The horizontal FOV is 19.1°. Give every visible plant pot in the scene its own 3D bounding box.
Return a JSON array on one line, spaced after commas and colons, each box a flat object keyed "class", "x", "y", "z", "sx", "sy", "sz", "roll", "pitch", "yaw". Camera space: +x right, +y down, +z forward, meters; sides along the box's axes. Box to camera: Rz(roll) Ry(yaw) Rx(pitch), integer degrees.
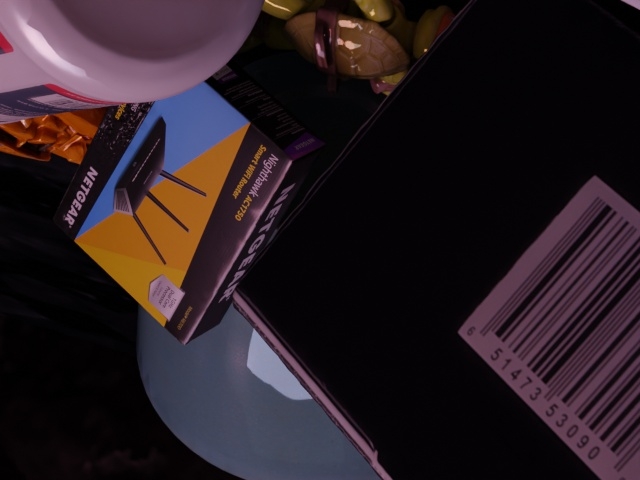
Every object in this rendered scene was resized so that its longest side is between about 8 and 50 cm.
[{"class": "plant pot", "x": 0.000, "y": 0.000, "z": 1.419, "sx": 0.293, "sy": 0.293, "sz": 0.235, "roll": 15, "pitch": 141, "yaw": 13}]

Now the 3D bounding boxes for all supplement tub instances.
[{"class": "supplement tub", "x": -0.173, "y": -0.168, "z": 1.142, "sx": 0.191, "sy": 0.191, "sz": 0.272, "roll": 27, "pitch": 164, "yaw": -33}]

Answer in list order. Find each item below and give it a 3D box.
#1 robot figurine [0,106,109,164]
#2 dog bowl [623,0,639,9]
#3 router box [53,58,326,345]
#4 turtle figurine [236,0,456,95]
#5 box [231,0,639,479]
[{"class": "robot figurine", "x": -0.225, "y": -0.144, "z": 1.395, "sx": 0.211, "sy": 0.085, "sz": 0.291, "roll": -35, "pitch": 142, "yaw": 29}, {"class": "dog bowl", "x": 0.195, "y": -0.153, "z": 0.652, "sx": 0.265, "sy": 0.104, "sz": 0.265, "roll": 16, "pitch": 167, "yaw": 4}, {"class": "router box", "x": -0.090, "y": -0.038, "z": 1.262, "sx": 0.133, "sy": 0.046, "sz": 0.179, "roll": 42, "pitch": 128, "yaw": 14}, {"class": "turtle figurine", "x": 0.010, "y": -0.138, "z": 1.247, "sx": 0.217, "sy": 0.087, "sz": 0.269, "roll": 13, "pitch": 166, "yaw": 18}, {"class": "box", "x": 0.282, "y": 0.135, "z": 1.161, "sx": 0.472, "sy": 0.297, "sz": 0.480, "roll": 34, "pitch": -171, "yaw": -46}]
